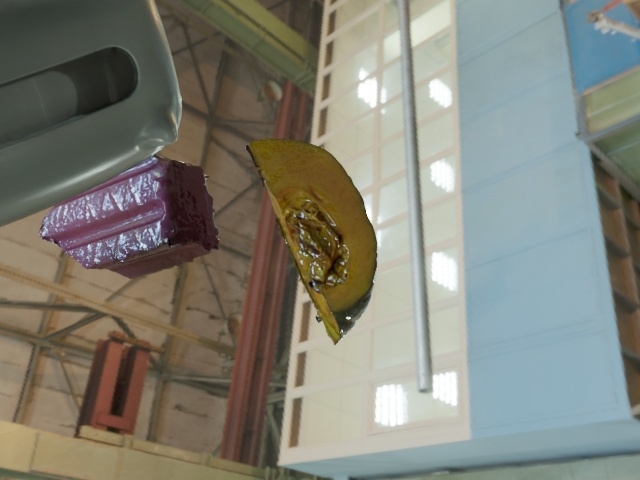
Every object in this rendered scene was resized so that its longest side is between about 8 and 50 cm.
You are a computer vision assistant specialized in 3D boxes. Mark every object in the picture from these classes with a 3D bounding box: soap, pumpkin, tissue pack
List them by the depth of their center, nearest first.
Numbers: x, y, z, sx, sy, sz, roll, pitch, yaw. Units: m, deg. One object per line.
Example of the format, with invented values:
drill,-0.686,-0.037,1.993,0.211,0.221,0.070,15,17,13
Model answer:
tissue pack,-0.297,-0.140,0.616,0.333,0.236,0.229,-31,-49,-29
pumpkin,0.002,-0.004,0.921,0.111,0.163,0.278,-25,-102,-13
soap,-0.291,-0.039,0.982,0.112,0.289,0.182,20,-120,-54
